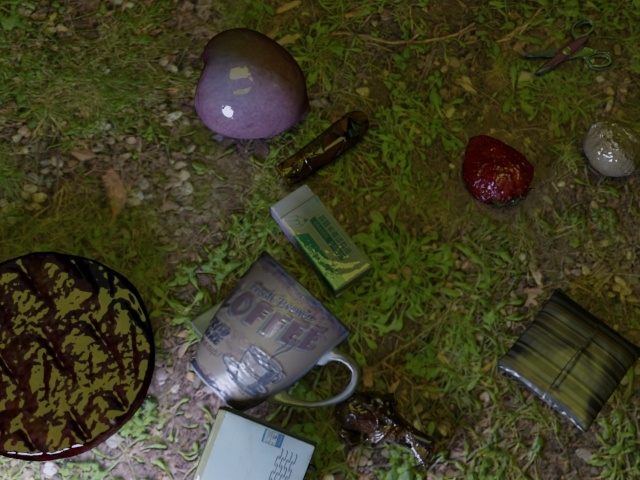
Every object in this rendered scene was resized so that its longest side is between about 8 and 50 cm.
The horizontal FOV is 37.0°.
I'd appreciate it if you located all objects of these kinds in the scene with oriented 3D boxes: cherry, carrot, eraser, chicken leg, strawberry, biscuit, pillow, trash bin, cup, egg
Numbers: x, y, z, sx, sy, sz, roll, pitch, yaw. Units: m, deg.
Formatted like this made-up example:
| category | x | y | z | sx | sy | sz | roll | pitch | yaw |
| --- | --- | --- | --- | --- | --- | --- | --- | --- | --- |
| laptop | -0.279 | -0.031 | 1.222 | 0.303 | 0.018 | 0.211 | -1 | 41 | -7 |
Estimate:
| category | x | y | z | sx | sy | sz | roll | pitch | yaw |
| --- | --- | --- | --- | --- | --- | --- | --- | --- | --- |
| cherry | -0.139 | -0.323 | 1.978 | 0.239 | 0.206 | 0.239 | -2 | 56 | 2 |
| carrot | 0.006 | -0.193 | 2.006 | 0.229 | 0.069 | 0.069 | -37 | 73 | -13 |
| eraser | 0.000 | 0.000 | 1.934 | 0.096 | 0.052 | 0.225 | -34 | 73 | -12 |
| chicken leg | 0.121 | 0.345 | 1.792 | 0.196 | 0.080 | 0.125 | 12 | 78 | -4 |
| strawberry | 0.371 | -0.157 | 1.999 | 0.147 | 0.082 | 0.187 | -21 | 65 | -17 |
| biscuit | -0.517 | 0.218 | 1.816 | 0.408 | 0.091 | 0.407 | 1 | 67 | -3 |
| pillow | 0.486 | 0.227 | 1.853 | 0.208 | 0.052 | 0.212 | 37 | 71 | 16 |
| trash bin | -0.201 | 0.158 | 1.870 | 0.092 | 0.043 | 0.061 | -37 | 73 | -16 |
| cup | -0.076 | 0.210 | 1.774 | 0.301 | 0.227 | 0.257 | 42 | 89 | 9 |
| egg | 0.613 | -0.193 | 1.991 | 0.118 | 0.116 | 0.140 | -26 | 73 | -40 |

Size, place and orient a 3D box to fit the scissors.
| category | x | y | z | sx | sy | sz | roll | pitch | yaw |
| --- | --- | --- | --- | --- | --- | --- | --- | --- | --- |
| scissors | 0.551 | -0.419 | 2.132 | 0.187 | 0.020 | 0.133 | -19 | 74 | -10 |

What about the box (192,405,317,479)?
| category | x | y | z | sx | sy | sz | roll | pitch | yaw |
| --- | --- | --- | --- | --- | --- | --- | --- | --- | --- |
| box | -0.133 | 0.453 | 1.701 | 0.211 | 0.045 | 0.270 | 19 | 93 | 7 |
